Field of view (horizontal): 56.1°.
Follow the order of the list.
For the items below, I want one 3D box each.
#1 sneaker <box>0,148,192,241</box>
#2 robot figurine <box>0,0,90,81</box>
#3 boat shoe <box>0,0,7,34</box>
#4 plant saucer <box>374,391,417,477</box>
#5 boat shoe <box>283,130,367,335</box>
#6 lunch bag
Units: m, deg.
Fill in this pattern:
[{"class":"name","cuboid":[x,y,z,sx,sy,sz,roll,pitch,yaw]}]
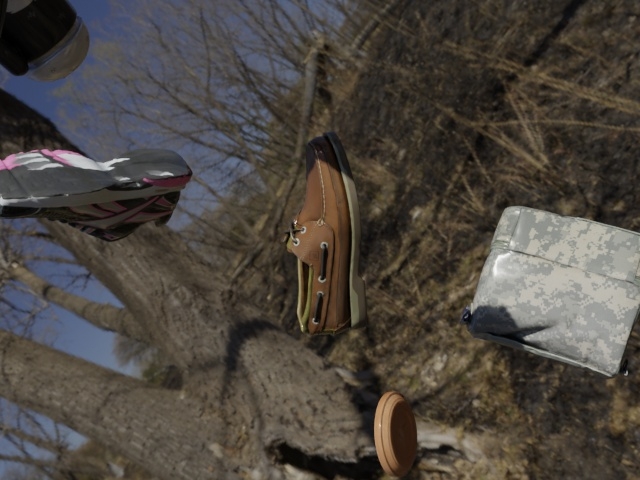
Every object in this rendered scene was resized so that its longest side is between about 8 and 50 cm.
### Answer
[{"class":"sneaker","cuboid":[-0.198,-0.030,0.527,0.178,0.072,0.077,-7,-51,-38]},{"class":"robot figurine","cuboid":[-0.578,-0.437,1.154,0.173,0.278,0.209,29,73,42]},{"class":"boat shoe","cuboid":[-0.358,-0.297,0.629,0.080,0.073,0.223,-37,-16,-48]},{"class":"plant saucer","cuboid":[0.079,0.196,0.610,0.013,0.083,0.083,-12,29,30]},{"class":"boat shoe","cuboid":[0.000,0.000,0.878,0.111,0.104,0.307,-130,31,-74]},{"class":"lunch bag","cuboid":[0.449,0.103,1.151,0.212,0.305,0.256,65,-135,-65]}]
